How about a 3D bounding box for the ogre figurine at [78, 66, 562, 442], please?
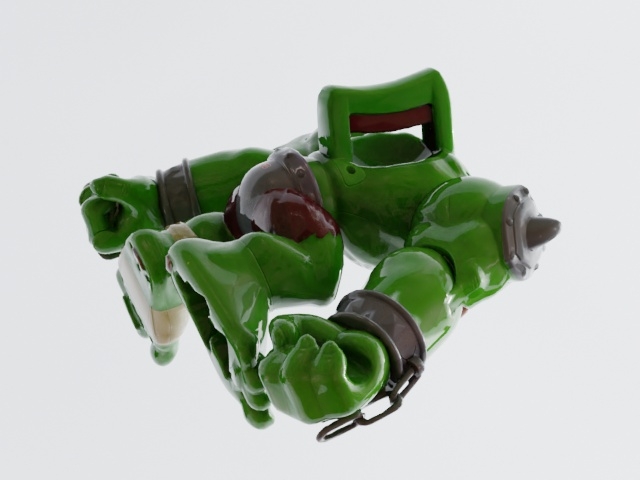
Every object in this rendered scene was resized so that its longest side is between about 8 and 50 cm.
[{"bbox_3d":[0.000,0.000,0.636,0.118,0.197,0.097,-23,-84,-18],"label":"ogre figurine"}]
